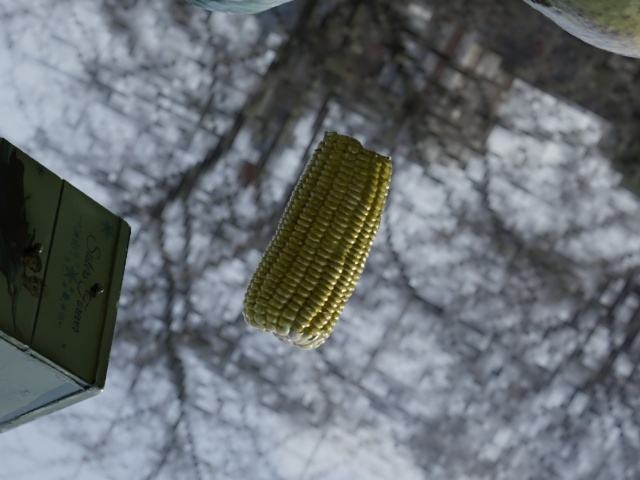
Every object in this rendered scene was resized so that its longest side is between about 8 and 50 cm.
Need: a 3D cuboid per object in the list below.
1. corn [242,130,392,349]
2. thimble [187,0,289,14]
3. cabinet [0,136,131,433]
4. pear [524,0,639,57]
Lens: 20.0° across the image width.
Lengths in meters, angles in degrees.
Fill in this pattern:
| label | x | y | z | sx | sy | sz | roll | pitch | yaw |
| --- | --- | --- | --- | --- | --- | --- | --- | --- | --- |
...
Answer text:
| label | x | y | z | sx | sy | sz | roll | pitch | yaw |
| --- | --- | --- | --- | --- | --- | --- | --- | --- | --- |
| corn | 0.000 | 0.000 | 1.382 | 0.085 | 0.165 | 0.063 | 25 | 172 | -24 |
| thimble | -0.040 | -0.172 | 0.782 | 0.090 | 0.118 | 0.135 | 78 | 170 | -78 |
| cabinet | -0.260 | 0.018 | 1.251 | 0.206 | 0.150 | 0.145 | 37 | -136 | -37 |
| pear | 0.189 | -0.199 | 1.072 | 0.197 | 0.197 | 0.197 | 25 | -164 | -8 |
